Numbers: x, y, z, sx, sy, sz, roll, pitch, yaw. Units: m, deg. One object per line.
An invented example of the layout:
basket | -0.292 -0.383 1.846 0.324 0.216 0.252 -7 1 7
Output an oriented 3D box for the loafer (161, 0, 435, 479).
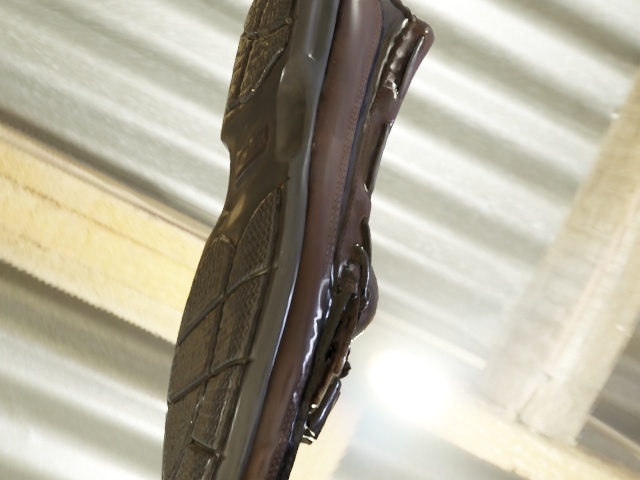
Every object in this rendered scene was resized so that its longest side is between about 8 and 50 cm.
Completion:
loafer | 0.000 0.000 0.735 0.095 0.109 0.302 19 -118 -21
